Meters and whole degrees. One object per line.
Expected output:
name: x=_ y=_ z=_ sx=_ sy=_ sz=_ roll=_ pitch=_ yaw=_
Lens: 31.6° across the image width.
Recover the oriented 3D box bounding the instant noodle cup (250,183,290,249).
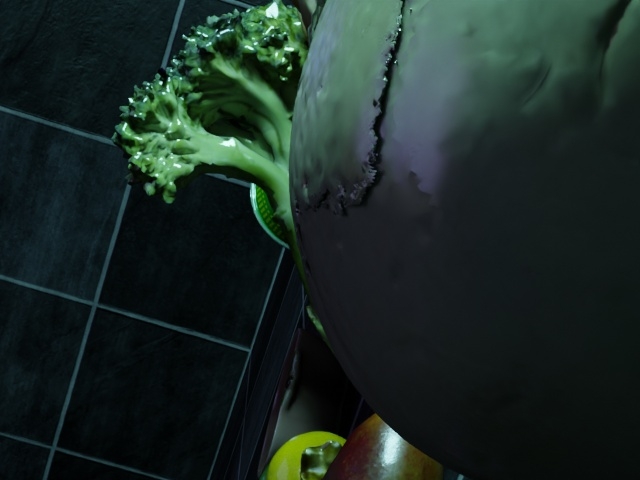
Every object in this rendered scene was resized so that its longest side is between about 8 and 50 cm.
instant noodle cup: x=0.017 y=-0.109 z=1.751 sx=0.232 sy=0.207 sz=0.207 roll=133 pitch=154 yaw=-63

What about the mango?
mango: x=0.032 y=0.261 z=0.886 sx=0.133 sy=0.111 sz=0.267 roll=-165 pitch=87 yaw=-73

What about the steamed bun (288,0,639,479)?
steamed bun: x=0.103 y=-0.051 z=0.507 sx=0.312 sy=0.233 sz=0.334 roll=-78 pitch=6 yaw=-46

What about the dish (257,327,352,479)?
dish: x=-0.016 y=0.232 z=1.519 sx=0.213 sy=0.090 sz=0.213 roll=-164 pitch=90 yaw=-87

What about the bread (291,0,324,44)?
bread: x=0.083 y=-0.208 z=1.084 sx=0.424 sy=0.245 sz=0.329 roll=-109 pitch=36 yaw=-74

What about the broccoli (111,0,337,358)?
broccoli: x=-0.001 y=-0.093 z=1.322 sx=0.353 sy=0.397 sz=0.275 roll=-52 pitch=-1 yaw=-14

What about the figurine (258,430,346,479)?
figurine: x=-0.013 y=0.298 z=1.191 sx=0.234 sy=0.127 sz=0.185 roll=149 pitch=134 yaw=-66
